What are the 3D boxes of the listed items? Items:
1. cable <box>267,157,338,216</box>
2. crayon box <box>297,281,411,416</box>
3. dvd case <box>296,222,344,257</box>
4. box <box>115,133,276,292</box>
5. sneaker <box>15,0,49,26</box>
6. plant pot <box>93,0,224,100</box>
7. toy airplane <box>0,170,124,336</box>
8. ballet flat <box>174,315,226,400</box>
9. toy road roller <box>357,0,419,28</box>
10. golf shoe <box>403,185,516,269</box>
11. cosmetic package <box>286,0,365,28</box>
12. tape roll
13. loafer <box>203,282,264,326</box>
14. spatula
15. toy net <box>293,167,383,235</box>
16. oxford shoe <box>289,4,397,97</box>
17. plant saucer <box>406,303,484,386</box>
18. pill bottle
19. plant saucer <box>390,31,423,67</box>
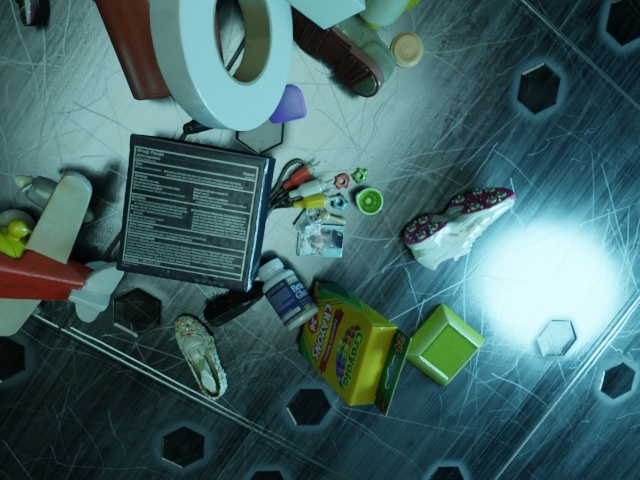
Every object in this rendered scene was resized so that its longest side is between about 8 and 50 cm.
[{"bbox_3d":[-0.107,-0.102,1.231,0.287,0.072,0.140,-27,93,-1],"label":"cable"},{"bbox_3d":[0.068,0.250,1.214,0.081,0.318,0.203,8,102,-33],"label":"crayon box"},{"bbox_3d":[0.000,0.000,1.305,0.119,0.013,0.087,4,103,-9],"label":"dvd case"},{"bbox_3d":[-0.270,-0.068,1.137,0.295,0.183,0.295,10,101,-1],"label":"box"},{"bbox_3d":[-0.626,-0.539,1.054,0.077,0.072,0.179,-1,96,3],"label":"sneaker"},{"bbox_3d":[-0.320,-0.441,1.033,0.272,0.272,0.265,-13,113,-6],"label":"plant pot"},{"bbox_3d":[-0.635,0.037,1.108,0.385,0.273,0.385,-24,144,-12],"label":"toy airplane"},{"bbox_3d":[-0.304,0.306,1.295,0.091,0.077,0.241,-25,105,-2],"label":"ballet flat"},{"bbox_3d":[0.175,-0.645,1.070,0.329,0.202,0.241,-41,91,-17],"label":"toy road roller"},{"bbox_3d":[0.371,-0.033,1.319,0.306,0.115,0.140,-26,117,4],"label":"golf shoe"},{"bbox_3d":[-0.049,-0.544,0.925,0.309,0.113,0.161,13,70,-52],"label":"cosmetic package"},{"bbox_3d":[-0.175,-0.415,0.991,0.071,0.392,0.393,10,104,24],"label":"tape roll"},{"bbox_3d":[-0.216,0.165,1.294,0.169,0.062,0.061,-26,145,-9],"label":"loafer"},{"bbox_3d":[-0.183,-0.300,1.194,0.296,0.030,0.084,-15,104,-5],"label":"spatula"},{"bbox_3d":[0.036,-0.090,1.264,0.232,0.045,0.122,-25,101,-5],"label":"toy net"},{"bbox_3d":[0.033,-0.491,1.162,0.348,0.123,0.130,46,61,-11],"label":"oxford shoe"},{"bbox_3d":[0.352,0.306,1.419,0.188,0.045,0.188,39,95,-16],"label":"plant saucer"},{"bbox_3d":[-0.087,0.132,1.258,0.094,0.094,0.169,-36,80,0],"label":"pill bottle"},{"bbox_3d":[0.212,-0.465,1.229,0.083,0.013,0.084,-2,103,-9],"label":"plant saucer"}]
